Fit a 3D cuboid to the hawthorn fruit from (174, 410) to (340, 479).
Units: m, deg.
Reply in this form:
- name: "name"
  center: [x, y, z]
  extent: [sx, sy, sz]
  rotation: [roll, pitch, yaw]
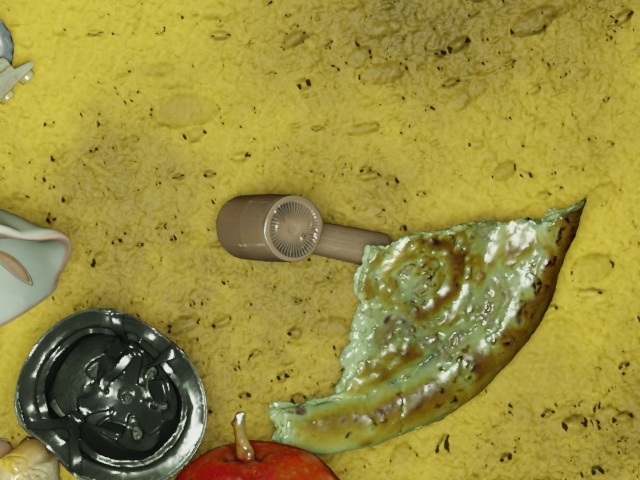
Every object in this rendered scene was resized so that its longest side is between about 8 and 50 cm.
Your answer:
- name: "hawthorn fruit"
  center: [-0.057, 0.256, 1.444]
  extent: [0.196, 0.196, 0.225]
  rotation: [-10, 116, -2]

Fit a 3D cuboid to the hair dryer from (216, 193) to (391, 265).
- name: "hair dryer"
  center: [0.000, 0.000, 1.495]
  extent: [0.181, 0.117, 0.064]
  rotation: [13, 84, -28]

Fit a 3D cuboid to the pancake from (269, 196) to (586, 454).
- name: "pancake"
  center: [0.106, 0.078, 1.495]
  extent: [0.376, 0.054, 0.197]
  rotation: [-44, 112, -2]

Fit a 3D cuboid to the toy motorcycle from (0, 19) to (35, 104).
- name: "toy motorcycle"
  center: [-0.357, -0.103, 1.464]
  extent: [0.130, 0.094, 0.229]
  rotation: [45, 79, -11]

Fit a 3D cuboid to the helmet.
- name: "helmet"
  center: [-0.196, 0.144, 1.484]
  extent: [0.177, 0.107, 0.153]
  rotation: [42, 87, -10]

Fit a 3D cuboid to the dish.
- name: "dish"
  center: [-0.346, 0.020, 1.436]
  extent: [0.229, 0.229, 0.081]
  rotation: [-25, 69, 0]

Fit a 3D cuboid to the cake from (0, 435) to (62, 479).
- name: "cake"
  center: [-0.363, 0.251, 1.497]
  extent: [0.225, 0.090, 0.109]
  rotation: [-2, 100, -2]
